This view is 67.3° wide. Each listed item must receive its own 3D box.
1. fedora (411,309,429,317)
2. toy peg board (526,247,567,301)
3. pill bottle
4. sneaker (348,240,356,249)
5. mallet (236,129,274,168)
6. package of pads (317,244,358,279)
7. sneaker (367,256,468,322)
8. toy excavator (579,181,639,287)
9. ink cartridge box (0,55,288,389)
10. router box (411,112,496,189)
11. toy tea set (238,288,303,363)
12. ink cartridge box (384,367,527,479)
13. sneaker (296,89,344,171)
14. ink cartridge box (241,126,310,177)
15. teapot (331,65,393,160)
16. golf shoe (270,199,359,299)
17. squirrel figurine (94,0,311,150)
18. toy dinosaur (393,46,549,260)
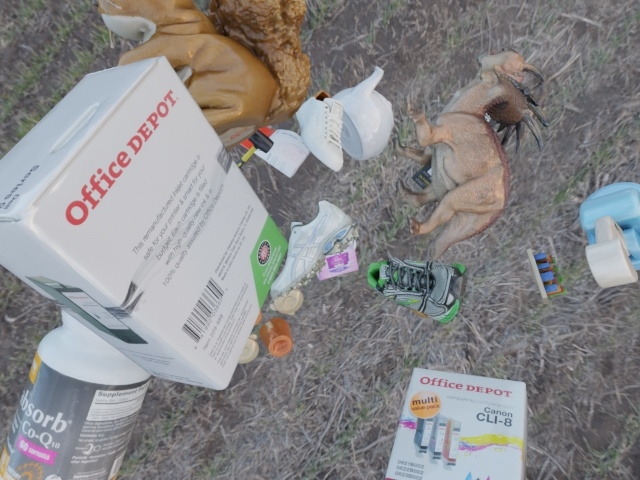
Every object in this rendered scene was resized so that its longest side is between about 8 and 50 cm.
[{"bbox_3d":[0.274,0.138,1.415,0.079,0.194,0.194,-44,77,15],"label":"fedora"},{"bbox_3d":[0.727,0.108,1.539,0.079,0.160,0.161,-18,69,20],"label":"toy peg board"},{"bbox_3d":[-0.337,0.217,0.694,0.162,0.162,0.279,20,93,14],"label":"pill bottle"},{"bbox_3d":[0.000,0.000,1.356,0.190,0.083,0.071,-6,63,20],"label":"sneaker"},{"bbox_3d":[-0.202,-0.221,1.247,0.189,0.039,0.062,-29,119,35],"label":"mallet"},{"bbox_3d":[0.029,0.042,0.941,0.083,0.032,0.050,-15,115,-5],"label":"package of pads"},{"bbox_3d":[0.215,0.107,1.123,0.146,0.343,0.134,19,79,-18],"label":"sneaker"},{"bbox_3d":[0.842,-0.018,1.375,0.222,0.445,0.433,-21,51,41],"label":"toy excavator"},{"bbox_3d":[-0.173,-0.007,0.509,0.121,0.289,0.211,1,51,29],"label":"ink cartridge box"},{"bbox_3d":[0.453,-0.314,1.573,0.081,0.309,0.243,44,136,1],"label":"router box"},{"bbox_3d":[-0.162,0.195,1.401,0.200,0.124,0.336,6,109,-21],"label":"toy tea set"},{"bbox_3d":[0.150,0.250,0.516,0.128,0.127,0.176,1,40,25],"label":"ink cartridge box"},{"bbox_3d":[0.015,-0.306,1.275,0.123,0.106,0.290,-42,45,24],"label":"sneaker"},{"bbox_3d":[-0.153,-0.327,1.598,0.232,0.189,0.066,37,127,-8],"label":"ink cartridge box"},{"bbox_3d":[0.154,-0.398,1.583,0.187,0.256,0.253,-33,100,-13],"label":"teapot"},{"bbox_3d":[-0.025,0.014,0.741,0.176,0.069,0.086,-44,82,11],"label":"golf shoe"},{"bbox_3d":[-0.219,-0.381,0.930,0.397,0.281,0.371,-27,93,-14],"label":"squirrel figurine"},{"bbox_3d":[0.207,-0.104,0.644,0.200,0.127,0.296,-5,105,1],"label":"toy dinosaur"}]
